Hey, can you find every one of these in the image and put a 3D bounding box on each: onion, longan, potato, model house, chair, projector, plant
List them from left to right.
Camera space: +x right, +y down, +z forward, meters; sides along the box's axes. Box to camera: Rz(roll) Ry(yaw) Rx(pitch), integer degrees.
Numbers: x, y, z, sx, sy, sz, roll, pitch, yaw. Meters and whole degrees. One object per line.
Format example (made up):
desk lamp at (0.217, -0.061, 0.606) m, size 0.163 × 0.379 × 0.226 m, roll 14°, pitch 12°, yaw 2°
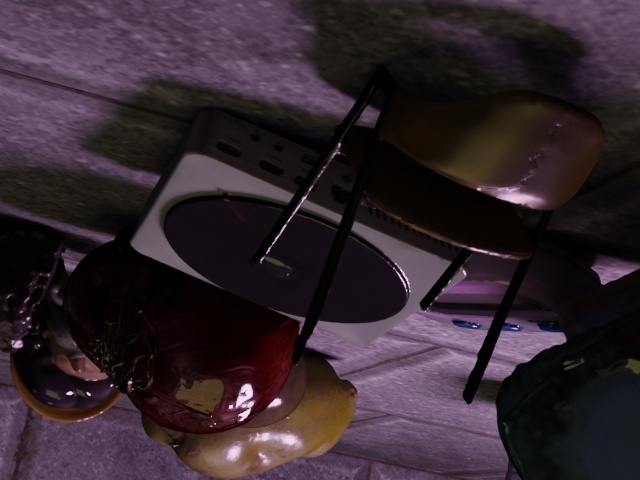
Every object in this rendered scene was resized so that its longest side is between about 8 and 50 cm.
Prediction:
plant at (-0.323, 0.074, 1.571) m, size 0.275 × 0.146 × 0.149 m, roll 16°, pitch 162°, yaw -24°
onion at (-0.156, 0.094, 1.426) m, size 0.281 × 0.281 × 0.221 m, roll 9°, pitch 122°, yaw 6°
longan at (-0.115, 0.183, 1.828) m, size 0.204 × 0.159 × 0.185 m, roll 19°, pitch 176°, yaw 26°
potato at (-0.107, 0.260, 2.008) m, size 0.351 × 0.218 × 0.202 m, roll -5°, pitch 132°, yaw -25°
projector at (-0.021, -0.008, 1.146) m, size 0.257 × 0.079 × 0.259 m, roll 23°, pitch 156°, yaw -11°
chair at (0.084, -0.025, 0.913) m, size 0.159 × 0.247 × 0.172 m, roll 17°, pitch -156°, yaw -23°
model house at (0.352, 0.128, 1.142) m, size 0.360 × 0.297 × 0.339 m, roll -25°, pitch -168°, yaw 12°

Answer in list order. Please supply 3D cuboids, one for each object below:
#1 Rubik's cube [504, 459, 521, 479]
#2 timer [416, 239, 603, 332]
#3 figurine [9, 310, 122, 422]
Rubik's cube at (0.418, 0.380, 2.050) m, size 0.238 × 0.236 × 0.237 m, roll 8°, pitch 166°, yaw 12°
timer at (0.171, 0.043, 1.276) m, size 0.208 × 0.069 × 0.191 m, roll 0°, pitch 162°, yaw 38°
figurine at (-0.339, 0.152, 1.862) m, size 0.192 × 0.167 × 0.257 m, roll 30°, pitch 137°, yaw -20°
